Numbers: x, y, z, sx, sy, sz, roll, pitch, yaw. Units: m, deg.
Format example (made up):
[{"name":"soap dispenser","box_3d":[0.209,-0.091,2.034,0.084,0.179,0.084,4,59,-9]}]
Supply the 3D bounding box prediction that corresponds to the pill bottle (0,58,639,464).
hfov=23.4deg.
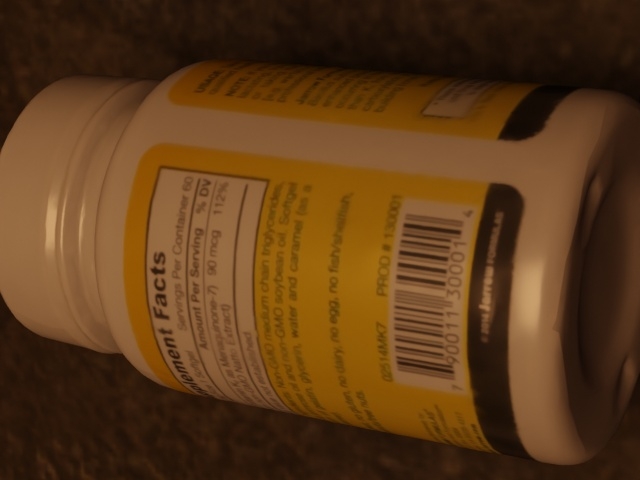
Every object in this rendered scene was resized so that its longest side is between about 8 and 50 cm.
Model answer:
[{"name":"pill bottle","box_3d":[0.000,0.000,0.522,0.208,0.119,0.119,8,105,27]}]
